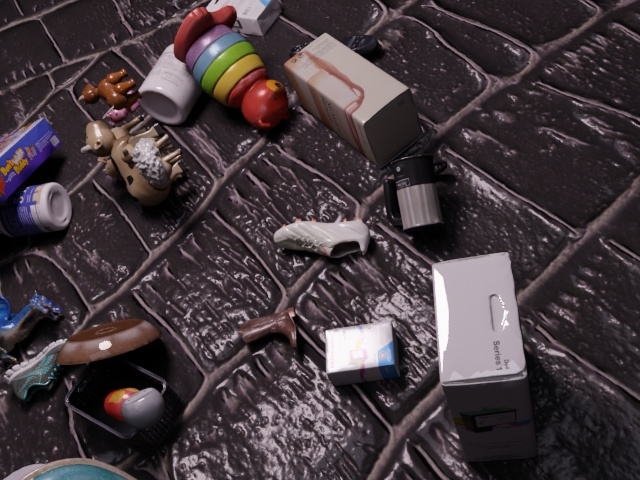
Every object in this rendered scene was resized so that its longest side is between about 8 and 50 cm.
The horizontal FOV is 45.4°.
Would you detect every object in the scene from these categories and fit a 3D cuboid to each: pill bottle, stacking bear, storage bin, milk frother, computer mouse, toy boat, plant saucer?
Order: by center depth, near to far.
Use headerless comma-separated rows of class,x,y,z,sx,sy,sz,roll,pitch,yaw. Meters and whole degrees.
toy boat,-0.339,0.380,1.189,0.148,0.267,0.319,-10,57,52
storage bin,-0.355,0.295,1.392,0.180,0.084,0.122,19,62,29
plant saucer,-0.401,0.184,1.440,0.198,0.036,0.198,-11,6,1
milk frother,0.204,-0.090,1.484,0.143,0.129,0.135,-7,85,-21
stacking bear,-0.188,-0.378,1.759,0.289,0.164,0.175,47,34,8
pill bottle,-0.683,-0.066,1.763,0.186,0.112,0.112,-8,52,13
computer mouse,0.031,-0.461,1.863,0.242,0.041,0.071,4,47,30
pill bottle,-0.344,-0.410,1.890,0.131,0.131,0.229,9,57,25

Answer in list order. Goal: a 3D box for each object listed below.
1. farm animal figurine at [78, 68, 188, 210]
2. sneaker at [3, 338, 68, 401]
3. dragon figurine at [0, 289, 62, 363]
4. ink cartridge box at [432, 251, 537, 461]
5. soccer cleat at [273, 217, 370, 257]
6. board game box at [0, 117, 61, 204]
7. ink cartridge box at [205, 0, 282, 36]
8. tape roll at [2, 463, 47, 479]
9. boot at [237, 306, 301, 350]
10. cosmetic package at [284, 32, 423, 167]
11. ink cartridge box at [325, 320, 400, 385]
farm animal figurine,-0.436,-0.204,1.718,0.172,0.330,0.327,-34,79,-11
sneaker,-0.536,0.258,1.510,0.166,0.065,0.076,-33,67,-3
dragon figurine,-0.679,0.172,1.598,0.289,0.085,0.144,0,54,19
ink cartridge box,0.247,0.180,1.139,0.117,0.278,0.202,-8,52,13
soccer cleat,0.000,0.000,1.503,0.196,0.068,0.076,-4,56,13
board game box,-0.779,-0.144,1.769,0.233,0.078,0.347,-21,26,19
ink cartridge box,-0.207,-0.611,2.039,0.180,0.060,0.104,17,62,29
tape roll,-0.485,0.496,1.293,0.219,0.072,0.219,-9,53,12
boot,-0.096,0.177,1.418,0.114,0.037,0.106,-16,38,3
cosmetic package,0.069,-0.306,1.655,0.129,0.153,0.296,-39,50,-10
ink cartridge box,0.072,0.197,1.335,0.122,0.052,0.089,-11,52,13
